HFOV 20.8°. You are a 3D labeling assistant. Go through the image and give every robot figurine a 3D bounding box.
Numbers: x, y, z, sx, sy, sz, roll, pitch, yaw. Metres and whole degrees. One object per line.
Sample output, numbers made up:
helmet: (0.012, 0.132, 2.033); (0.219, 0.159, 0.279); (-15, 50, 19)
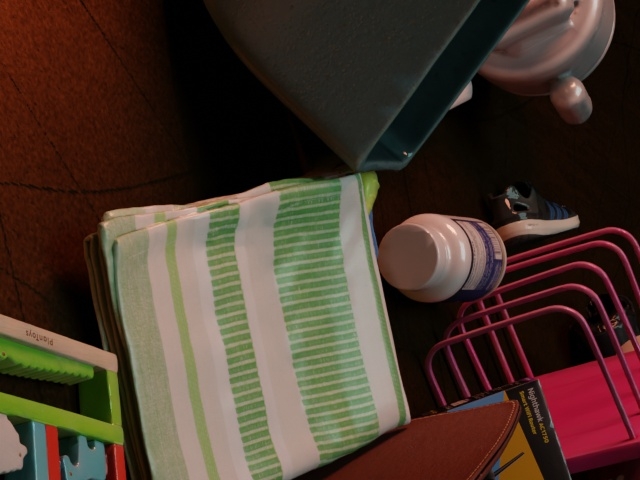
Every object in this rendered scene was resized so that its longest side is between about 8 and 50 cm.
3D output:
robot figurine: (0.256, -0.283, 2.142); (0.353, 0.200, 0.300); (1, 68, -76)

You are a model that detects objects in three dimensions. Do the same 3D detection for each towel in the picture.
towel: (-0.048, 0.077, 1.405); (0.325, 0.038, 0.248); (-15, 95, -52)

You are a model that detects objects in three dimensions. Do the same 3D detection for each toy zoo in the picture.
toy zoo: (-0.189, 0.198, 1.150); (0.192, 0.030, 0.293); (27, 51, -57)

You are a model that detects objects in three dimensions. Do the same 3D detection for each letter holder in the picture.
letter holder: (0.065, 0.260, 1.418); (0.302, 0.214, 0.152); (-36, 107, -64)

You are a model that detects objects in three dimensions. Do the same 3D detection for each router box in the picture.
router box: (0.183, 0.243, 1.773); (0.046, 0.133, 0.179); (-171, -118, -83)

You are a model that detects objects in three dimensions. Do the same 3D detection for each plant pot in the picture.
plant pot: (0.030, -0.235, 1.584); (0.252, 0.248, 0.247); (38, 10, 9)

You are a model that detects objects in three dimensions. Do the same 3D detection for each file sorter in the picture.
file sorter: (0.261, 0.122, 1.931); (0.182, 0.202, 0.291); (67, 25, -10)

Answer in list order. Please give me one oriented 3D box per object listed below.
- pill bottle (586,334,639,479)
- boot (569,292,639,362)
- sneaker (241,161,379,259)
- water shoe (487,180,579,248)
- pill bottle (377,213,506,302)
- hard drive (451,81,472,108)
pill bottle: (0.419, 0.317, 2.042); (0.224, 0.224, 0.392); (48, 44, -43)
boot: (0.388, 0.200, 2.269); (0.246, 0.094, 0.207); (-64, 134, -61)
sneaker: (0.000, 0.000, 1.599); (0.240, 0.091, 0.126); (-22, 101, -60)
water shoe: (0.273, -0.040, 2.210); (0.203, 0.073, 0.080); (-8, 80, -66)
pill bottle: (0.126, 0.019, 1.841); (0.169, 0.094, 0.094); (4, 71, -63)
hard drive: (0.065, -0.234, 1.871); (0.353, 0.047, 0.233); (-31, 106, -65)
